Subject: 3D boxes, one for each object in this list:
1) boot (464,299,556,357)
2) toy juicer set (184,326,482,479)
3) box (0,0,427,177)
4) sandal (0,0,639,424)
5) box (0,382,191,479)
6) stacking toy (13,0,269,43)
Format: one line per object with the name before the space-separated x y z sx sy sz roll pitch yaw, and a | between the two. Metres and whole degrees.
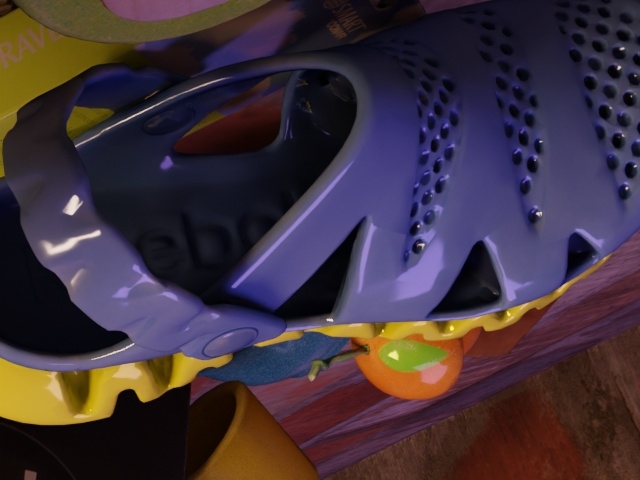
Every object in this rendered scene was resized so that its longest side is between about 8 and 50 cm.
boot | 0.199 -0.009 0.879 0.264 0.096 0.280 -7 141 -45
toy juicer set | 0.000 0.000 0.718 0.209 0.089 0.329 -41 -160 17
box | -0.054 -0.077 0.515 0.178 0.042 0.109 -26 167 10
sandal | 0.009 -0.023 0.486 0.317 0.126 0.138 -21 163 -15
box | -0.161 0.126 0.564 0.165 0.270 0.143 24 139 -33
stacking toy | -0.054 -0.074 0.268 0.280 0.130 0.309 -16 158 -30
